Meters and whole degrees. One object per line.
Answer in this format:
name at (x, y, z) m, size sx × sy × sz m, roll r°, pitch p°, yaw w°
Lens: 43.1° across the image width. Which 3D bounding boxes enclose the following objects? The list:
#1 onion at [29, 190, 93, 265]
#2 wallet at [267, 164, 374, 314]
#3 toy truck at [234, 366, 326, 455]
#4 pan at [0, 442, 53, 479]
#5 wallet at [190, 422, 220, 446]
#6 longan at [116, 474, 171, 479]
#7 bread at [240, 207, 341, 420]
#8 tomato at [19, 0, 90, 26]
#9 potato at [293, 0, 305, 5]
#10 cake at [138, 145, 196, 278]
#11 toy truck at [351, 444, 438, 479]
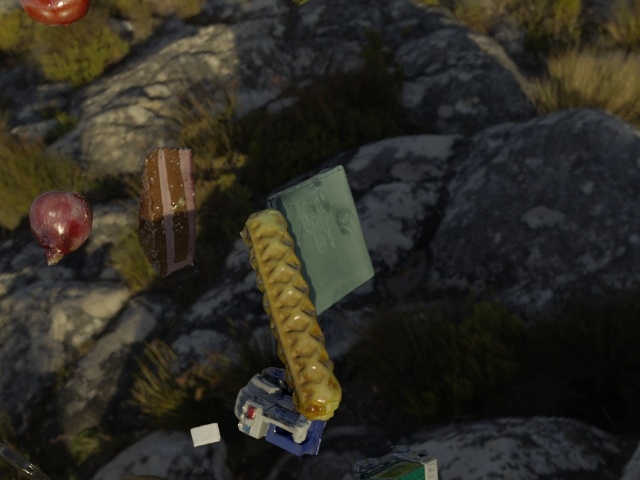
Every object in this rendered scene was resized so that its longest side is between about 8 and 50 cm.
onion at (-0.648, -0.028, 2.009) m, size 0.159 × 0.159 × 0.195 m, roll -8°, pitch 69°, yaw 27°
wallet at (-0.001, 0.000, 1.571) m, size 0.054 × 0.252 × 0.290 m, roll -8°, pitch 12°, yaw 34°
toy truck at (-0.093, 0.389, 1.790) m, size 0.213 × 0.161 × 0.177 m, roll 19°, pitch 12°, yaw 22°
pan at (-0.639, 0.436, 1.661) m, size 0.235 × 0.136 × 0.028 m, roll 30°, pitch 63°, yaw 20°
wallet at (-0.270, 0.454, 1.894) m, size 0.083 × 0.044 × 0.011 m, roll -20°, pitch -14°, yaw 33°
longan at (-0.228, 0.492, 1.009) m, size 0.404 × 0.336 × 0.405 m, roll -43°, pitch 33°, yaw 36°
bread at (-0.048, 0.110, 1.286) m, size 0.084 × 0.077 × 0.368 m, roll -26°, pitch 63°, yaw 16°
tomato at (-0.605, -0.563, 1.830) m, size 0.167 × 0.167 × 0.167 m, roll -19°, pitch 33°, yaw 13°
potato at (0.001, -0.561, 1.485) m, size 0.176 × 0.298 × 0.141 m, roll 44°, pitch 60°, yaw 15°
cake at (-0.346, -0.074, 1.814) m, size 0.115 × 0.296 × 0.112 m, roll -14°, pitch 31°, yaw -36°
toy truck at (0.148, 0.504, 1.671) m, size 0.124 × 0.114 × 0.253 m, roll -1°, pitch 3°, yaw 41°
